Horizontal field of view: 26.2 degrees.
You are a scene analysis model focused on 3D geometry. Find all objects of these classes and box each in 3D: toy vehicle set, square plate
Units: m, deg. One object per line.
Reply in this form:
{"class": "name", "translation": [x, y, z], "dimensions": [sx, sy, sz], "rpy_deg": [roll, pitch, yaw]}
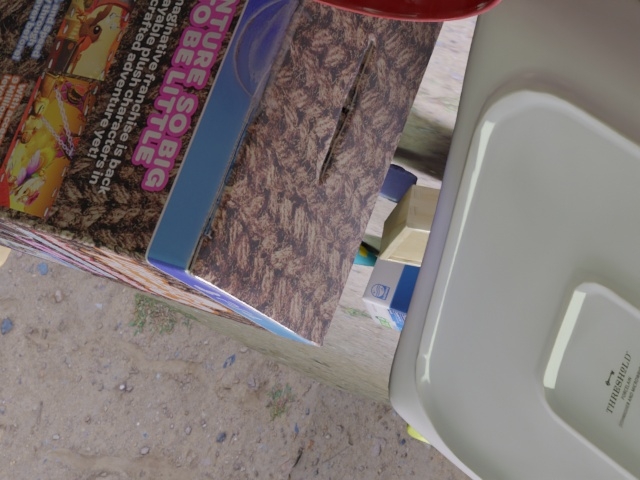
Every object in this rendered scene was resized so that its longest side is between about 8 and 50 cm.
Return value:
{"class": "toy vehicle set", "translation": [0.190, 0.011, 1.154], "dimensions": [0.267, 0.035, 0.166], "rpy_deg": [11, 170, -4]}
{"class": "square plate", "translation": [0.173, 0.065, 0.708], "dimensions": [0.344, 0.049, 0.347], "rpy_deg": [39, 137, 31]}

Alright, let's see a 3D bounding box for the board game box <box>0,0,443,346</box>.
{"class": "board game box", "translation": [-0.108, -0.101, 0.769], "dimensions": [0.291, 0.232, 0.141], "rpy_deg": [16, 169, 31]}

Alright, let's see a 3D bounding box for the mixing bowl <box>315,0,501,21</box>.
{"class": "mixing bowl", "translation": [0.005, -0.172, 0.541], "dimensions": [0.181, 0.098, 0.181], "rpy_deg": [21, 171, 4]}

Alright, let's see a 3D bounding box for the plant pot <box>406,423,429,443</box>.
{"class": "plant pot", "translation": [0.227, 0.133, 1.368], "dimensions": [0.228, 0.207, 0.227], "rpy_deg": [20, 170, 4]}

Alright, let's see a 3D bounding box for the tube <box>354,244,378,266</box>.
{"class": "tube", "translation": [0.000, 0.000, 1.608], "dimensions": [0.080, 0.052, 0.207], "rpy_deg": [21, 176, 34]}

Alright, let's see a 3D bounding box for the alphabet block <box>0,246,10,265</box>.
{"class": "alphabet block", "translation": [-0.333, -0.111, 1.084], "dimensions": [0.193, 0.197, 0.192], "rpy_deg": [10, 165, 43]}

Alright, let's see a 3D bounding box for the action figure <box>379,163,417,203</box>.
{"class": "action figure", "translation": [-0.096, -0.043, 1.235], "dimensions": [0.341, 0.178, 0.330], "rpy_deg": [21, 179, 7]}

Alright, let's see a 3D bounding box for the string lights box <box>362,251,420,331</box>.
{"class": "string lights box", "translation": [0.188, 0.090, 1.592], "dimensions": [0.260, 0.076, 0.133], "rpy_deg": [19, 168, 14]}
